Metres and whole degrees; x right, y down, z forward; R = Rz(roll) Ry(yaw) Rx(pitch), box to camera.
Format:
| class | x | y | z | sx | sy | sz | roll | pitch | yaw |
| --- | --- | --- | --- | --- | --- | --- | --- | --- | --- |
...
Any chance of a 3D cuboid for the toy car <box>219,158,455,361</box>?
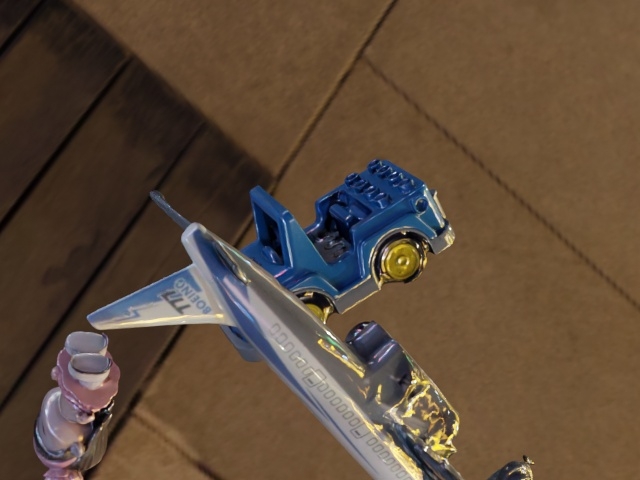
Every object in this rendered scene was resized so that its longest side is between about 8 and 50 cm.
| class | x | y | z | sx | sy | sz | roll | pitch | yaw |
| --- | --- | --- | --- | --- | --- | --- | --- | --- | --- |
| toy car | 0.000 | 0.000 | 0.961 | 0.191 | 0.097 | 0.100 | -32 | 114 | -8 |

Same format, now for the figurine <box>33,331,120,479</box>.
| class | x | y | z | sx | sy | sz | roll | pitch | yaw |
| --- | --- | --- | --- | --- | --- | --- | --- | --- | --- |
| figurine | -0.170 | 0.122 | 0.931 | 0.054 | 0.129 | 0.072 | 3 | 47 | -25 |

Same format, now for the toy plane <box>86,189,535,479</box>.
| class | x | y | z | sx | sy | sz | roll | pitch | yaw |
| --- | --- | --- | --- | --- | --- | --- | --- | --- | --- |
| toy plane | 0.016 | 0.063 | 0.479 | 0.226 | 0.226 | 0.058 | 39 | 88 | -32 |
